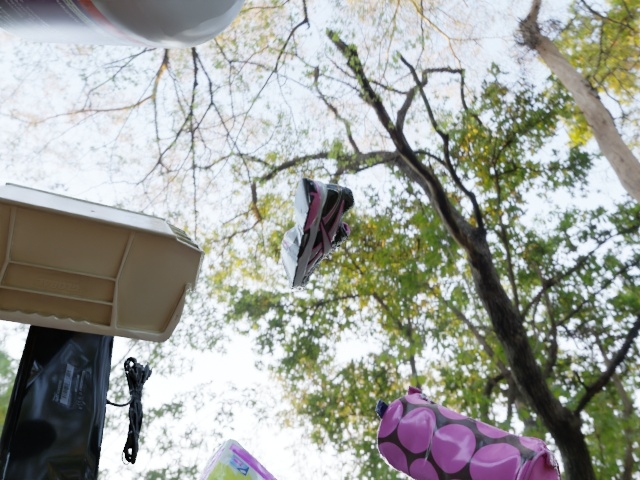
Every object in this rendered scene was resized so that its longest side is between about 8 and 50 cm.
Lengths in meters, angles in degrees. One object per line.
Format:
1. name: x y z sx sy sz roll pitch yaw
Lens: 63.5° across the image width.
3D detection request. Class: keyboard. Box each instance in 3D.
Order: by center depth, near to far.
1. keyboard: -0.307 0.208 0.680 0.033 0.317 0.201 -33 -48 17

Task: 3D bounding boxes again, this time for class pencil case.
1. pencil case: 0.154 0.231 0.557 0.095 0.098 0.209 40 -19 -31

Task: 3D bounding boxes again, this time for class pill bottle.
1. pill bottle: -0.229 -0.278 0.482 0.323 0.181 0.181 16 -51 33

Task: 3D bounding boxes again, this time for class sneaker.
1. sneaker: 0.000 0.000 0.682 0.077 0.072 0.178 0 -43 -21

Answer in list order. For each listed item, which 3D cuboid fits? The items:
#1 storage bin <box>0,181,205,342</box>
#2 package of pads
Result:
1. storage bin: -0.298 0.018 0.647 0.260 0.262 0.123 14 -89 -20
2. package of pads: -0.118 0.544 0.980 0.296 0.229 0.101 42 -87 2
